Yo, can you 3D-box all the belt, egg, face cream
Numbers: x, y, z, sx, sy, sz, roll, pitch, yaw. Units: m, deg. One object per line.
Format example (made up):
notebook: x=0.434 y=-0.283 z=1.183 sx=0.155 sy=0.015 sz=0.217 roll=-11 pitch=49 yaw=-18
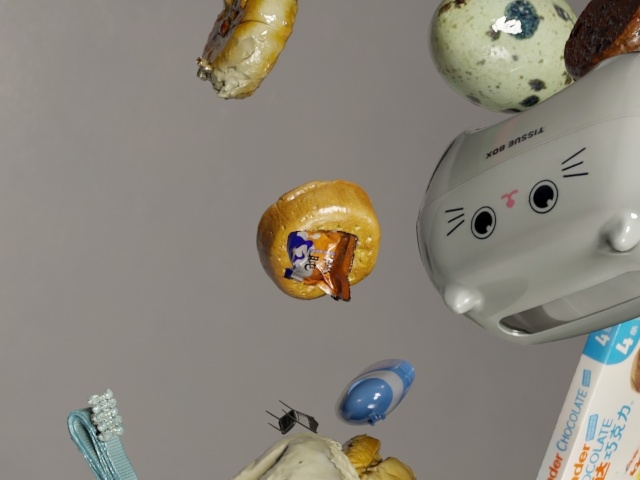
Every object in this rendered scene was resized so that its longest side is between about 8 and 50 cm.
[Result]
belt: x=-0.365 y=0.359 z=2.174 sx=0.179 sy=0.100 sz=0.065 roll=58 pitch=29 yaw=10
egg: x=0.393 y=-0.413 z=2.653 sx=0.288 sy=0.287 sz=0.379 roll=16 pitch=4 yaw=41
face cream: x=0.090 y=0.262 z=2.144 sx=0.083 sy=0.149 sz=0.264 roll=55 pitch=7 yaw=5

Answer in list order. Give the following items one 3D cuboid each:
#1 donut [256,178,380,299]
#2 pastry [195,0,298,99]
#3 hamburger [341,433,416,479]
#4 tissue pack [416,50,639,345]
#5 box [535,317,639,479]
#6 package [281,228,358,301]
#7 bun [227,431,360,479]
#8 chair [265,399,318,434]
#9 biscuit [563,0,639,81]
donut: x=-0.001 y=-0.001 z=2.180 sx=0.227 sy=0.226 sz=0.114 roll=15 pitch=29 yaw=-31
pastry: x=-0.138 y=-0.382 z=2.319 sx=0.121 sy=0.235 sz=0.257 roll=28 pitch=12 yaw=-20
hamburger: x=0.000 y=0.436 z=1.946 sx=0.158 sy=0.318 sz=0.318 roll=49 pitch=10 yaw=14
tissue pack: x=0.270 y=-0.022 z=1.326 sx=0.229 sy=0.236 sz=0.333 roll=37 pitch=-42 yaw=-29
box: x=0.415 y=0.231 z=1.681 sx=0.265 sy=0.273 sz=0.048 roll=10 pitch=12 yaw=-42
package: x=0.000 y=0.025 z=1.433 sx=0.111 sy=0.077 sz=0.033 roll=9 pitch=-11 yaw=38
bun: x=-0.011 y=0.402 z=1.417 sx=0.211 sy=0.359 sz=0.360 roll=-27 pitch=-2 yaw=3
chair: x=-0.047 y=0.292 z=2.025 sx=0.086 sy=0.042 sz=0.037 roll=32 pitch=24 yaw=-31
biscuit: x=0.421 y=-0.308 z=1.802 sx=0.049 sy=0.192 sz=0.192 roll=31 pitch=-3 yaw=-14
